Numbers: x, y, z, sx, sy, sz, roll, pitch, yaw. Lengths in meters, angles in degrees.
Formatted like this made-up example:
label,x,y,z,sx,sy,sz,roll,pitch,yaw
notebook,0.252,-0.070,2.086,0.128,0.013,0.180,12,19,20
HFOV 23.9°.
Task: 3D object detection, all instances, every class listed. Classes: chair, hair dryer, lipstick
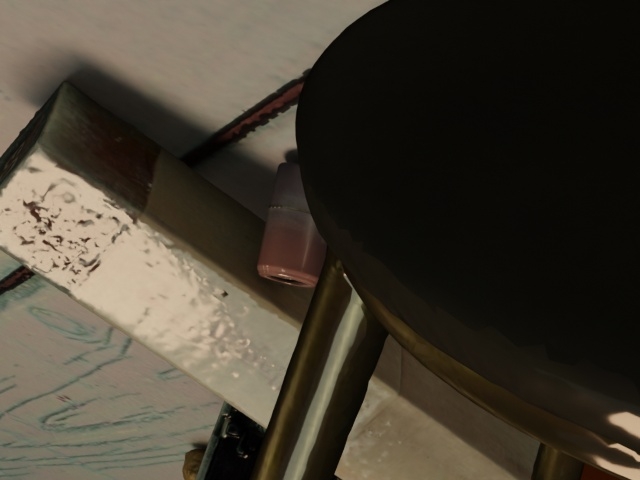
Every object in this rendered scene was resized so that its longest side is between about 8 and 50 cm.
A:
label,x,y,z,sx,sy,sz,roll,pitch,yaw
chair,0.146,0.135,0.497,0.362,0.364,0.410,22,125,31
hair dryer,0.000,0.000,0.864,0.037,0.063,0.114,9,171,19
lipstick,-0.024,0.055,0.882,0.371,0.080,0.076,36,117,-18

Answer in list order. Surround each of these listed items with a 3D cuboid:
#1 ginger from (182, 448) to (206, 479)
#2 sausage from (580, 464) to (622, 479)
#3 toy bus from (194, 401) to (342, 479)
label,x,y,z,sx,sy,sz,roll,pitch,yaw
ginger,-0.044,0.255,1.481,0.133,0.059,0.214,2,-169,-46
sausage,0.075,0.119,1.022,0.348,0.094,0.097,29,152,-20
toy bus,0.040,0.240,1.293,0.271,0.133,0.165,14,163,22
